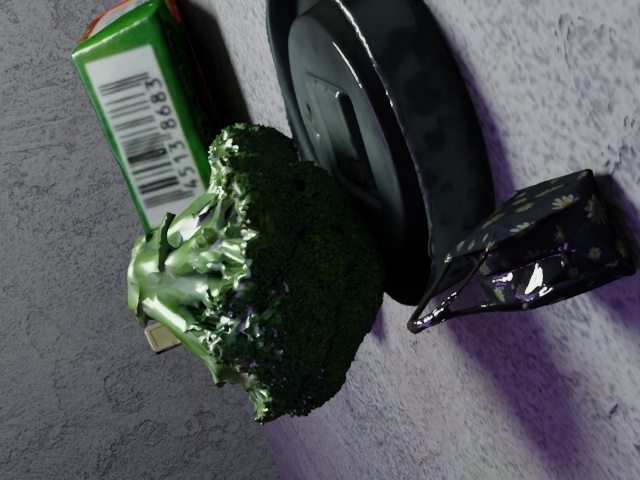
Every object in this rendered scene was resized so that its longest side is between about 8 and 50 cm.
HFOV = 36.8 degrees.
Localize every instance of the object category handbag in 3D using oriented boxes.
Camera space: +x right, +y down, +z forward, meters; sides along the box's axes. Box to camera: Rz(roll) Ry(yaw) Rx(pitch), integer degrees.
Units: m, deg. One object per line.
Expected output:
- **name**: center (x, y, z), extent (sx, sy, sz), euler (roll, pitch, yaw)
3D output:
- **handbag**: center (0.115, 0.024, 0.615), extent (0.072, 0.139, 0.115), euler (59, 167, -4)

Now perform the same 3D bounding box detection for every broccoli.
- **broccoli**: center (-0.058, 0.029, 0.868), extent (0.261, 0.241, 0.269), euler (42, -131, -74)

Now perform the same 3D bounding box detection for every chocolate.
- **chocolate**: center (-0.256, -0.209, 1.554), extent (0.341, 0.161, 0.360), euler (-109, 1, -67)

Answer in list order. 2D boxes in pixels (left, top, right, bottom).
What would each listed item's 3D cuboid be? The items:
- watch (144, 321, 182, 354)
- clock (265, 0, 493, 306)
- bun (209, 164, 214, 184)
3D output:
- **watch**: center (-0.124, 0.093, 1.444), extent (0.102, 0.268, 0.165), euler (65, 158, 6)
- **clock**: center (0.043, -0.100, 0.852), extent (0.325, 0.067, 0.325), euler (60, 166, 26)
- **bun**: center (-0.105, -0.068, 1.368), extent (0.164, 0.111, 0.188), euler (73, 179, -45)
